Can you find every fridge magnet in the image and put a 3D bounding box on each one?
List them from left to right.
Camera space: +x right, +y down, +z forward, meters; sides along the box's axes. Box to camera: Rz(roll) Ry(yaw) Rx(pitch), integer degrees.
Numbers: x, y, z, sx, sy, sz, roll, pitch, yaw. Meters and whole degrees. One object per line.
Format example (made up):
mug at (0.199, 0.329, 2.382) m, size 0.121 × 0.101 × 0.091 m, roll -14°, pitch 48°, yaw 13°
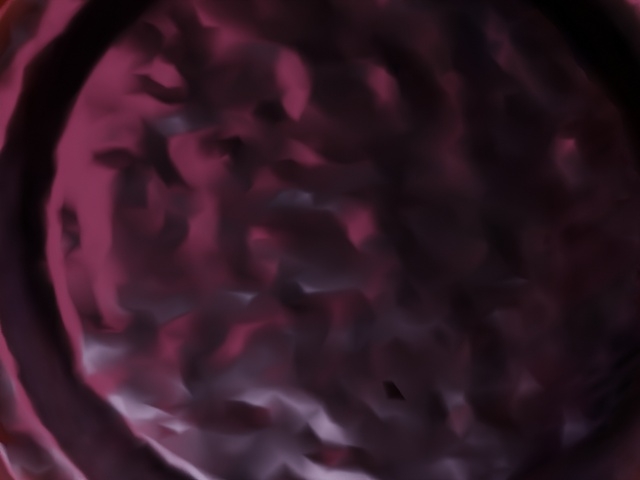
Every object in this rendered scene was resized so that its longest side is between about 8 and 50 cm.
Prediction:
fridge magnet at (0.000, 0.000, 0.556) m, size 0.364 × 0.155 × 0.363 m, roll 1°, pitch 85°, yaw -7°
